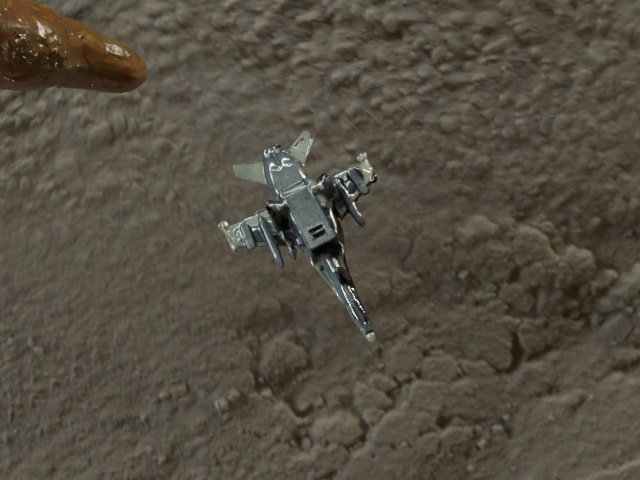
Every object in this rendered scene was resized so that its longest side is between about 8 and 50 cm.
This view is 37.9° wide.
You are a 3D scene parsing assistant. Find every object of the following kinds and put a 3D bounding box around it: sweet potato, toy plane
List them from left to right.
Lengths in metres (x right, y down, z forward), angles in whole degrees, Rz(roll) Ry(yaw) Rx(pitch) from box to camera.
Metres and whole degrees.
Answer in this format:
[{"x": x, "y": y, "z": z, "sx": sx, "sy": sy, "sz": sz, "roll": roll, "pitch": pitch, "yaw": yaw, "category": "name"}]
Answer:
[{"x": -0.320, "y": -0.195, "z": 0.912, "sx": 0.355, "sy": 0.095, "sz": 0.106, "roll": -10, "pitch": 112, "yaw": -44, "category": "sweet potato"}, {"x": -0.002, "y": -0.005, "z": 1.049, "sx": 0.192, "sy": 0.262, "sz": 0.088, "roll": -27, "pitch": 151, "yaw": -4, "category": "toy plane"}]
